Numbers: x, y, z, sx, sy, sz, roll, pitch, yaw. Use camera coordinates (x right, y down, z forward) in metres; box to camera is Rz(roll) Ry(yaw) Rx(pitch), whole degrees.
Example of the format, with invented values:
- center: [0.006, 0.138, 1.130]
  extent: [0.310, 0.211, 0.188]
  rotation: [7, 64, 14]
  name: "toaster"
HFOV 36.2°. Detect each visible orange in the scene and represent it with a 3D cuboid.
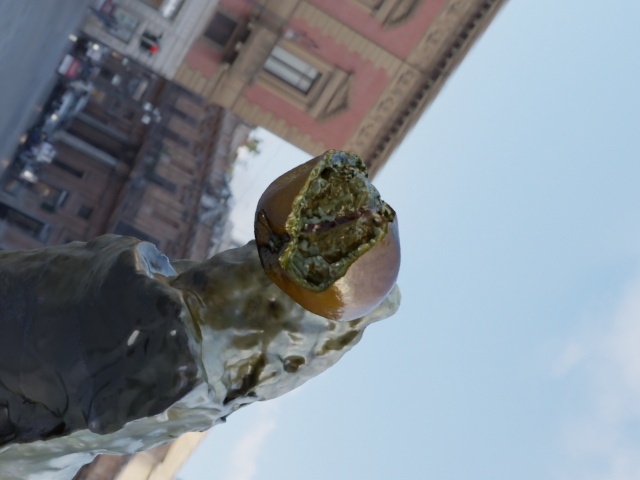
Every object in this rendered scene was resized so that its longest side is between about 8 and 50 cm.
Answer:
- center: [0.000, 0.000, 0.477]
  extent: [0.086, 0.062, 0.086]
  rotation: [165, -90, -74]
  name: "orange"

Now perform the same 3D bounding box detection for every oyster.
- center: [-0.129, 0.064, 0.552]
  extent: [0.341, 0.110, 0.166]
  rotation: [-7, -115, 21]
  name: "oyster"
